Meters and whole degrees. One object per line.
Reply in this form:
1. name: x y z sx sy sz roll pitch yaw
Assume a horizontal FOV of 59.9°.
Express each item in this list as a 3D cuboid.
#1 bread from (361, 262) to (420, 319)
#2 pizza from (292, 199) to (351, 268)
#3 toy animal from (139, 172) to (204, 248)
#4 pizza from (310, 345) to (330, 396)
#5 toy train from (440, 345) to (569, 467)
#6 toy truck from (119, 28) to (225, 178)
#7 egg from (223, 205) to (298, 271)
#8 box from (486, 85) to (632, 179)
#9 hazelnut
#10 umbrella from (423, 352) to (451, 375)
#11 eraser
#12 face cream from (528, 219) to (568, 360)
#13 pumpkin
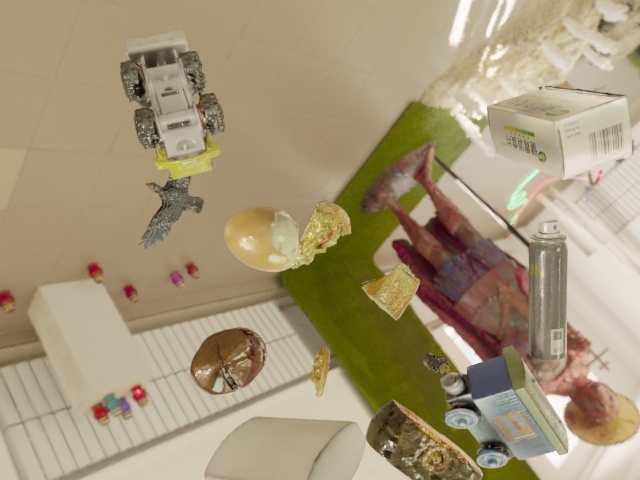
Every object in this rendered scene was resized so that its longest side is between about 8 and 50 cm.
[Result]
1. bread: 0.232 0.167 1.866 0.169 0.140 0.160 -50 -167 -19
2. pizza: 0.000 0.000 2.042 0.287 0.075 0.280 -53 152 6
3. toy animal: -0.267 -0.081 1.010 0.108 0.062 0.220 41 64 -59
4. pizza: -0.004 0.403 1.739 0.036 0.099 0.159 10 92 -21
5. toy train: 0.391 0.372 1.193 0.202 0.131 0.299 -25 123 23
6. toy truck: -0.239 -0.222 0.893 0.137 0.285 0.111 -15 147 -12
7. egg: -0.178 -0.007 1.714 0.201 0.245 0.200 10 90 -86
8. box: 0.561 -0.273 1.345 0.173 0.333 0.145 -18 112 -5
9. hazelnut: -0.245 0.334 1.512 0.212 0.181 0.180 -26 125 -5
10. umbrella: 0.265 0.279 1.254 0.040 0.037 0.144 -51 -179 -5
11. eraser: -0.070 0.403 1.024 0.270 0.094 0.174 -12 -162 40
12. face cream: 0.456 0.099 1.113 0.073 0.073 0.283 -16 107 -42
13. pumpkin: 0.267 0.558 1.477 0.139 0.317 0.222 -55 -173 -5
